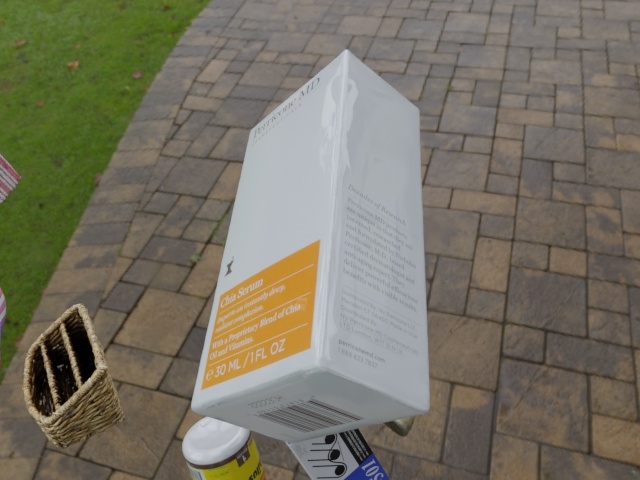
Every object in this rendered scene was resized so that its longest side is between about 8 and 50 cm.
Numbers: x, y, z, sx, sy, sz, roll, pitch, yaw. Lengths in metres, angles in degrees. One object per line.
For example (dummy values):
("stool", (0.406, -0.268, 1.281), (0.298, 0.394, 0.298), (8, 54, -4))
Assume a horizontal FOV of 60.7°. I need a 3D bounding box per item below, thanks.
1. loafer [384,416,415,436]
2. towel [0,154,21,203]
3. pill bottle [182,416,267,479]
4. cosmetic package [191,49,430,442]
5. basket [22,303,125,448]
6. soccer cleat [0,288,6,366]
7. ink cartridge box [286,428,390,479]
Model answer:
("loafer", (0.128, 0.328, 1.073), (0.050, 0.056, 0.148), (-31, 36, -26))
("towel", (-0.976, -0.166, 1.589), (0.029, 0.144, 0.197), (-1, 49, 25))
("pill bottle", (-0.155, 0.417, 0.951), (0.117, 0.215, 0.117), (-11, 21, 4))
("cosmetic package", (0.000, 0.000, 0.710), (0.230, 0.161, 0.453), (-30, 42, 39))
("basket", (-0.668, 0.349, 1.427), (0.213, 0.223, 0.299), (-20, 42, -22))
("soccer cleat", (-0.684, 0.174, 1.094), (0.083, 0.095, 0.248), (-6, 72, -14))
("ink cartridge box", (0.029, 0.332, 0.820), (0.097, 0.207, 0.046), (-36, 25, -16))
